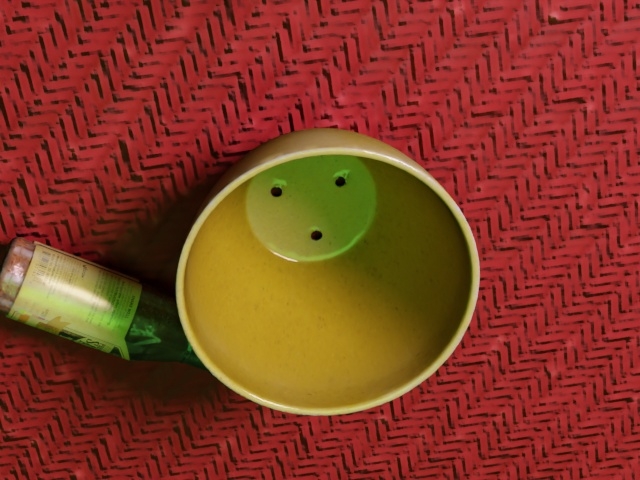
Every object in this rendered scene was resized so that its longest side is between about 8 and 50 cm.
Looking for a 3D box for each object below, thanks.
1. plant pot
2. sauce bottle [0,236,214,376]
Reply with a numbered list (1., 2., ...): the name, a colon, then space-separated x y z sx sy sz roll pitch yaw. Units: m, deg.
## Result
1. plant pot: 0.000 0.000 0.578 0.134 0.095 0.134 -2 118 -4
2. sauce bottle: -0.101 0.038 0.616 0.128 0.042 0.042 23 113 -14
